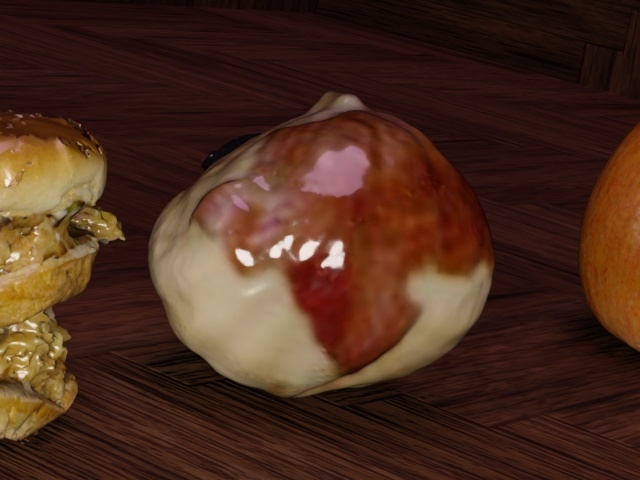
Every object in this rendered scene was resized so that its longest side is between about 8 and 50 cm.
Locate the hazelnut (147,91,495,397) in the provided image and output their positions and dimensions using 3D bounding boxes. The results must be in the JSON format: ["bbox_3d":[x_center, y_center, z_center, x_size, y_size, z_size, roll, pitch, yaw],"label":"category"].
[{"bbox_3d":[0.000,0.000,1.537,0.261,0.241,0.261,-5,-9,-1],"label":"hazelnut"}]

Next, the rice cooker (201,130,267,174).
[{"bbox_3d":[-0.037,-0.041,1.916,0.118,0.142,0.203,3,7,28],"label":"rice cooker"}]

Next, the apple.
[{"bbox_3d":[0.398,-0.013,1.870,0.299,0.275,0.299,5,15,-1],"label":"apple"}]

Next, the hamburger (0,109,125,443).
[{"bbox_3d":[-0.255,0.018,1.323,0.260,0.211,0.245,-1,11,-29],"label":"hamburger"}]
